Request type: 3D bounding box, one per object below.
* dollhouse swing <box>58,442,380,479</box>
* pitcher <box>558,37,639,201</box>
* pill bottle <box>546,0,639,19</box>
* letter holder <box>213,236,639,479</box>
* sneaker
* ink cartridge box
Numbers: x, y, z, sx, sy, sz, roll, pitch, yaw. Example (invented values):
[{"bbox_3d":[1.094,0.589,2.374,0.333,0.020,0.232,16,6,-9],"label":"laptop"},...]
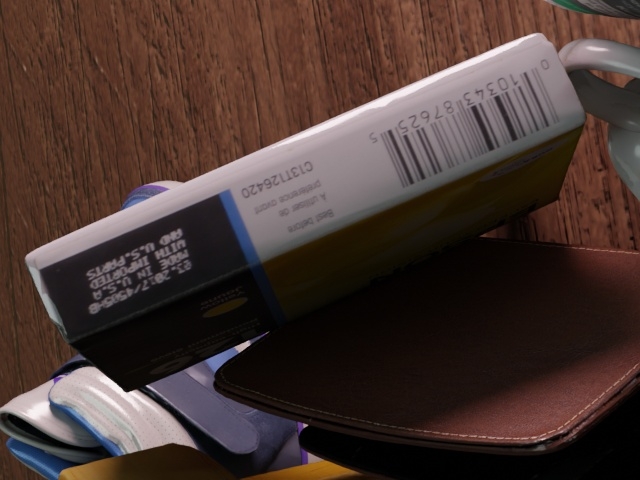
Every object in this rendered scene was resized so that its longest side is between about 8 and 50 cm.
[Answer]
[{"bbox_3d":[-0.022,0.332,1.282,0.315,0.305,0.347,28,112,55],"label":"dollhouse swing"},{"bbox_3d":[0.240,-0.060,1.078,0.207,0.177,0.125,3,69,53],"label":"pitcher"},{"bbox_3d":[0.252,-0.205,1.010,0.361,0.204,0.204,17,104,56],"label":"pill bottle"},{"bbox_3d":[0.108,0.114,1.181,0.302,0.214,0.152,5,120,51],"label":"letter holder"},{"bbox_3d":[-0.148,0.081,1.510,0.130,0.236,0.323,-54,52,36],"label":"sneaker"},{"bbox_3d":[0.000,0.000,1.190,0.307,0.303,0.072,70,175,-77],"label":"ink cartridge box"}]
